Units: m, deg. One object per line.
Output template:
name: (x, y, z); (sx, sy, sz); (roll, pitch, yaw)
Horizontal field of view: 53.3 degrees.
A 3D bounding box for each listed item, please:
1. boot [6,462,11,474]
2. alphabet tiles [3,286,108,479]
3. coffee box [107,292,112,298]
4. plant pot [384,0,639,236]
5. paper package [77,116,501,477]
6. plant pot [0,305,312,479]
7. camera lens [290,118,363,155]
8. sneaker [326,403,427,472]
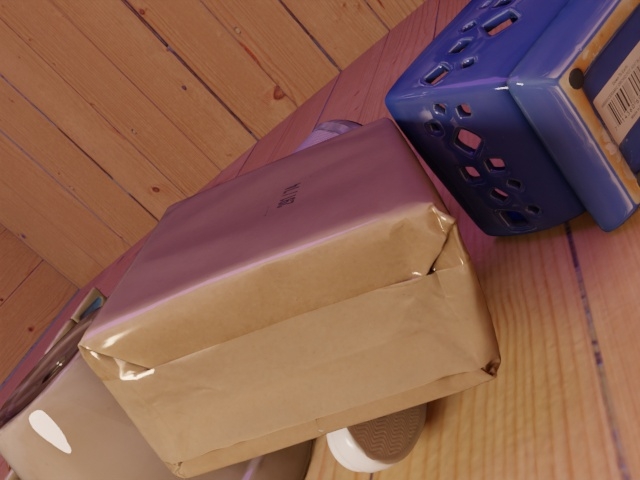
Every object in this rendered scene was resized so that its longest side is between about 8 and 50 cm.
boot: (-0.670, 0.517, 1.477); (0.152, 0.073, 0.197); (-36, 32, 28)
alphabet tiles: (-0.294, 0.243, 0.909); (0.011, 0.285, 0.343); (-3, 45, 34)
coffee box: (-0.343, 0.131, 1.383); (0.118, 0.168, 0.297); (-32, 13, 34)
plant pot: (0.255, -0.152, 0.694); (0.236, 0.236, 0.212); (-49, 25, -15)
paper package: (-0.024, 0.033, 0.630); (0.309, 0.168, 0.325); (-20, 21, 8)
plant pot: (-0.217, 0.238, 0.772); (0.323, 0.280, 0.323); (-38, 20, 16)
camera lens: (0.010, -0.023, 0.941); (0.274, 0.219, 0.219); (-49, 18, -13)
sneaker: (0.023, 0.168, 0.708); (0.169, 0.108, 0.292); (-40, 11, 25)
